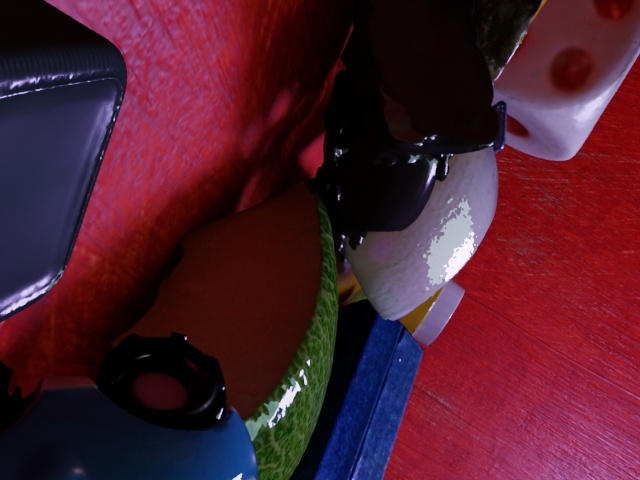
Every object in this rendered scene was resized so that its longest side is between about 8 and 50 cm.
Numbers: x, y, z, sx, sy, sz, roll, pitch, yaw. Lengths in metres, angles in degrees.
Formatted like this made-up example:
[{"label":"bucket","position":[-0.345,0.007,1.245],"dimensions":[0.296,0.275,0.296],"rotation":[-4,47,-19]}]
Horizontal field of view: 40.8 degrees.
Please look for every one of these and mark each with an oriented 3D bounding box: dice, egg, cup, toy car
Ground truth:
[{"label":"dice","position":[0.388,-0.327,1.463],"dimensions":[0.304,0.277,0.304],"rotation":[-57,167,0]},{"label":"egg","position":[0.117,-0.066,0.970],"dimensions":[0.206,0.162,0.271],"rotation":[47,35,-43]},{"label":"cup","position":[0.171,0.093,1.762],"dimensions":[0.185,0.226,0.241],"rotation":[-55,177,-18]},{"label":"toy car","position":[-0.153,0.179,0.503],"dimensions":[0.255,0.190,0.188],"rotation":[1,126,-29]}]

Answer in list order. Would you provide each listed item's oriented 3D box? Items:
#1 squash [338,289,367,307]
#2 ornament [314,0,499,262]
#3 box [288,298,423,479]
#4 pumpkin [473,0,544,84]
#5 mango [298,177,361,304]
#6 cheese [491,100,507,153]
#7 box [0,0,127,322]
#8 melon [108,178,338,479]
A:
[{"label":"squash","position":[0.122,-0.002,1.594],"dimensions":[0.395,0.107,0.107],"rotation":[-61,169,28]},{"label":"ornament","position":[0.050,-0.122,0.817],"dimensions":[0.260,0.106,0.251],"rotation":[130,-42,-62]},{"label":"box","position":[-0.037,0.227,1.036],"dimensions":[0.261,0.116,0.279],"rotation":[-18,-148,38]},{"label":"pumpkin","position":[0.200,-0.291,1.034],"dimensions":[0.221,0.139,0.317],"rotation":[-64,171,22]},{"label":"mango","position":[-0.002,0.006,1.036],"dimensions":[0.221,0.120,0.151],"rotation":[29,80,-72]},{"label":"cheese","position":[0.171,-0.108,1.339],"dimensions":[0.320,0.083,0.203],"rotation":[-31,-141,45]},{"label":"box","position":[-0.166,-0.021,0.304],"dimensions":[0.144,0.090,0.201],"rotation":[-64,167,24]},{"label":"melon","position":[-0.103,0.155,0.842],"dimensions":[0.343,0.226,0.331],"rotation":[92,4,-51]}]
